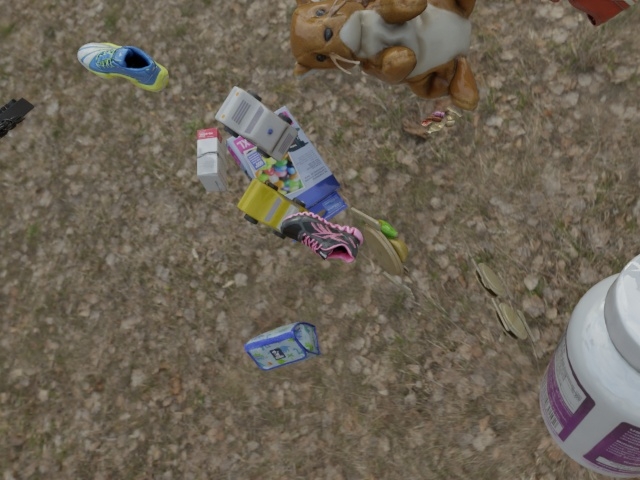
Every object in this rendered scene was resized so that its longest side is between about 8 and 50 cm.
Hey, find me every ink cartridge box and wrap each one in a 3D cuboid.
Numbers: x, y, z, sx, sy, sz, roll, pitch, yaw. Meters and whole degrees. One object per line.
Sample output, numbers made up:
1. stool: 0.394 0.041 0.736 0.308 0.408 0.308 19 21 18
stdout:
1. ink cartridge box: -0.082 -0.172 1.487 0.185 0.065 0.311 -34 88 -14
2. ink cartridge box: -0.312 -0.230 1.661 0.063 0.109 0.151 -5 68 4

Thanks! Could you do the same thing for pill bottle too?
1. pill bottle: 0.337 0.134 0.602 0.169 0.301 0.169 -5 57 8

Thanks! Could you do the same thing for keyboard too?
1. keyboard: -0.362 -0.107 0.605 0.108 0.023 0.180 -24 30 14

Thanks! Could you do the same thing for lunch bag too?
1. lunch bag: -0.087 0.243 1.342 0.128 0.151 0.096 -20 66 16

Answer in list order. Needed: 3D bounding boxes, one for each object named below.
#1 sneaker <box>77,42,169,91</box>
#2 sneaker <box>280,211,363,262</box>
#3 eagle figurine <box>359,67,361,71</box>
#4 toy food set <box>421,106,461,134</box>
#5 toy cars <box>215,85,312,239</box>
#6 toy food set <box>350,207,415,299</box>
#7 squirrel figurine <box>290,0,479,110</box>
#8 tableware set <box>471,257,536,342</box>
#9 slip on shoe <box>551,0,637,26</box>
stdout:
1. sneaker: -0.489 -0.445 1.397 0.240 0.126 0.091 17 80 3
2. sneaker: 0.000 0.000 0.800 0.119 0.047 0.057 14 47 -3
3. eagle figurine: 0.250 -0.593 1.763 0.298 0.226 0.225 6 47 41
4. toy food set: 0.329 -0.332 1.609 0.122 0.019 0.078 -27 53 -18
5. toy cars: -0.103 -0.147 1.260 0.176 0.394 0.087 -26 36 -24
6. toy food set: 0.133 0.014 1.127 0.038 0.192 0.132 -34 30 -10
7. squirrel figurine: 0.111 -0.443 1.248 0.370 0.281 0.397 -6 27 -7
8. tableware set: 0.379 0.135 1.236 0.039 0.128 0.194 -40 46 27
9. slip on shoe: 0.426 -0.475 1.015 0.101 0.331 0.123 -47 40 40
